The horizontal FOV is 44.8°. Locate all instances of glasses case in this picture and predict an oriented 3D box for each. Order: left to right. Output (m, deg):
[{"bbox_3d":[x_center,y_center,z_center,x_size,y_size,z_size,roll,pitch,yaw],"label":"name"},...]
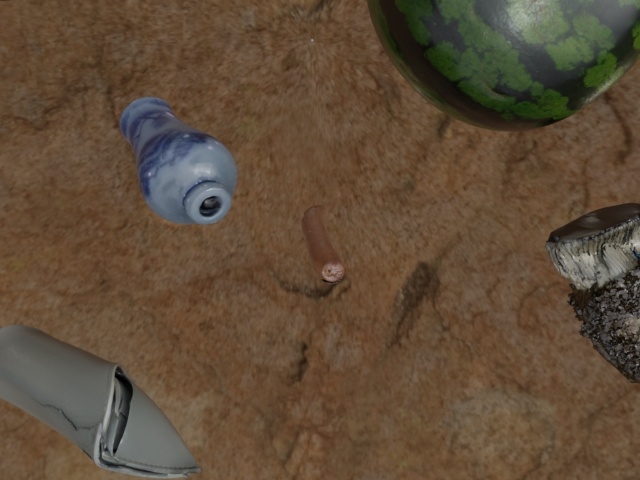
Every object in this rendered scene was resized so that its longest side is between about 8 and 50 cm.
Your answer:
[{"bbox_3d":[-0.233,0.154,0.768,0.128,0.308,0.083,38,70,-40],"label":"glasses case"}]

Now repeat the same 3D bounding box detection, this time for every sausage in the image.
[{"bbox_3d":[0.000,0.000,1.047,0.043,0.186,0.043,-4,118,-7],"label":"sausage"}]

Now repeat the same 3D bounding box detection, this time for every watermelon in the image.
[{"bbox_3d":[0.178,-0.250,0.698,0.285,0.285,0.285,0,104,-1],"label":"watermelon"}]

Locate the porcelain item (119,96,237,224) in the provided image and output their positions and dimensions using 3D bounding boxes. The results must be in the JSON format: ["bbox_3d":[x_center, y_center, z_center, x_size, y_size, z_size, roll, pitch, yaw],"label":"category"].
[{"bbox_3d":[-0.213,-0.117,1.148,0.141,0.259,0.141,-19,133,-22],"label":"porcelain item"}]

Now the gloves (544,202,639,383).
[{"bbox_3d":[0.491,0.097,1.212,0.210,0.135,0.312,-20,87,-32],"label":"gloves"}]
